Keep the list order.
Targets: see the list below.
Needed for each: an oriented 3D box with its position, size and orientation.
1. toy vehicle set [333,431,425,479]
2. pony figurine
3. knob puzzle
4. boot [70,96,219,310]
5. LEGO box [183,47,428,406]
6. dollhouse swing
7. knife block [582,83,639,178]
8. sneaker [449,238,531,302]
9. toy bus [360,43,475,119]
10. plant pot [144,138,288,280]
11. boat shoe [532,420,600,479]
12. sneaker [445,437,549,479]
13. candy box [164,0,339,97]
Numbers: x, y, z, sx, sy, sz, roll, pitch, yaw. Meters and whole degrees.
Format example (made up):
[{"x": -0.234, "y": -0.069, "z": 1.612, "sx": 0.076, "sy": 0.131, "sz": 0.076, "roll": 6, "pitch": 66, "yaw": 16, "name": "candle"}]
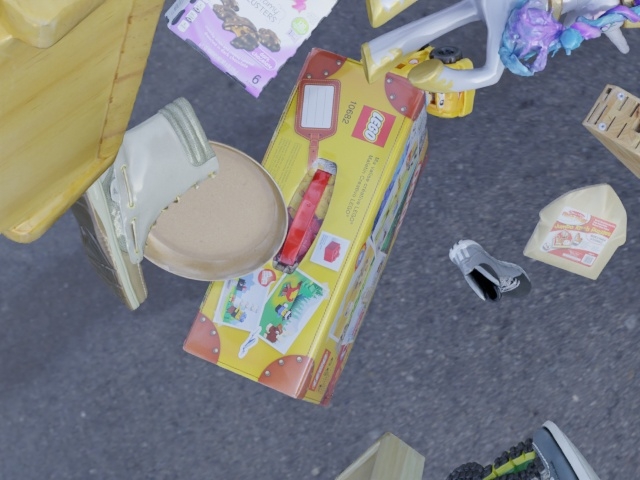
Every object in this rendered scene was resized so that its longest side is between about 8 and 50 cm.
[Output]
[{"x": -0.016, "y": 0.256, "z": 0.587, "sx": 0.035, "sy": 0.267, "sz": 0.166, "roll": 38, "pitch": 120, "yaw": -6, "name": "toy vehicle set"}, {"x": 0.219, "y": -0.331, "z": 1.048, "sx": 0.364, "sy": 0.302, "sz": 0.351, "roll": -13, "pitch": 131, "yaw": -2, "name": "pony figurine"}, {"x": 0.513, "y": -0.032, "z": 1.835, "sx": 0.213, "sy": 0.030, "sz": 0.213, "roll": -2, "pitch": 119, "yaw": -4, "name": "knob puzzle"}, {"x": -0.185, "y": -0.038, "z": 1.033, "sx": 0.077, "sy": 0.165, "sz": 0.213, "roll": 29, "pitch": 142, "yaw": 39, "name": "boot"}, {"x": 0.000, "y": 0.000, "z": 1.537, "sx": 0.193, "sy": 0.372, "sz": 0.500, "roll": 21, "pitch": 82, "yaw": 11, "name": "LEGO box"}, {"x": -0.282, "y": -0.130, "z": 0.588, "sx": 0.315, "sy": 0.305, "sz": 0.347, "roll": 60, "pitch": 156, "yaw": 7, "name": "dollhouse swing"}, {"x": 0.615, "y": -0.162, "z": 1.735, "sx": 0.276, "sy": 0.242, "sz": 0.088, "roll": 33, "pitch": 90, "yaw": 9, "name": "knife block"}, {"x": 0.369, "y": 0.096, "z": 1.966, "sx": 0.086, "sy": 0.229, "sz": 0.132, "roll": -49, "pitch": 31, "yaw": 25, "name": "sneaker"}, {"x": 0.178, "y": -0.317, "z": 1.934, "sx": 0.220, "sy": 0.211, "sz": 0.149, "roll": 27, "pitch": 134, "yaw": 39, "name": "toy bus"}, {"x": -0.160, "y": -0.045, "z": 1.274, "sx": 0.236, "sy": 0.032, "sz": 0.236, "roll": 3, "pitch": 127, "yaw": 4, "name": "plant pot"}, {"x": 0.289, "y": 0.315, "z": 1.073, "sx": 0.099, "sy": 0.319, "sz": 0.116, "roll": -38, "pitch": 107, "yaw": 8, "name": "boat shoe"}, {"x": 0.329, "y": 0.481, "z": 1.691, "sx": 0.146, "sy": 0.134, "sz": 0.343, "roll": 42, "pitch": 133, "yaw": -15, "name": "sneaker"}, {"x": -0.093, "y": -0.331, "z": 1.311, "sx": 0.196, "sy": 0.165, "sz": 0.070, "roll": -48, "pitch": 27, "yaw": 12, "name": "candy box"}]
